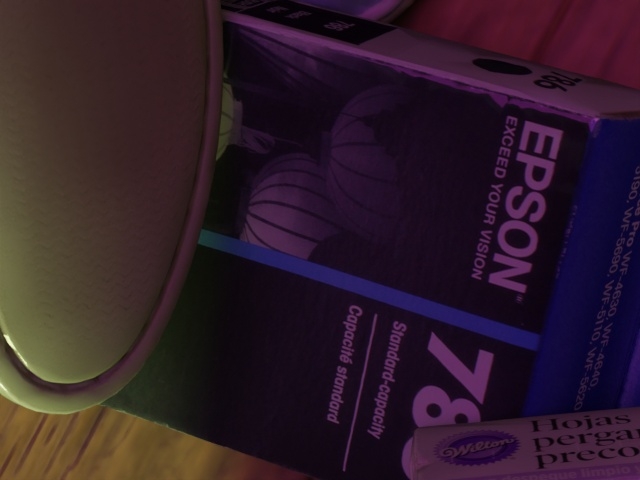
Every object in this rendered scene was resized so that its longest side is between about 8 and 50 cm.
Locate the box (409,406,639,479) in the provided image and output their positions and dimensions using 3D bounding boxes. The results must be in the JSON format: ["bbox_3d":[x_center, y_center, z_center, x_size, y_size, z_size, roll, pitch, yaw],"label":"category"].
[{"bbox_3d":[0.193,0.085,0.600,0.324,0.063,0.067,-7,107,5],"label":"box"}]

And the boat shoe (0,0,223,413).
[{"bbox_3d":[-0.120,-0.114,0.610,0.113,0.127,0.340,0,101,42],"label":"boat shoe"}]

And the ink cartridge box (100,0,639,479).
[{"bbox_3d":[0.000,0.000,0.678,0.333,0.065,0.165,15,108,16],"label":"ink cartridge box"}]

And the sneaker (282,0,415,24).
[{"bbox_3d":[-0.021,-0.240,0.654,0.127,0.208,0.319,-3,87,16],"label":"sneaker"}]
